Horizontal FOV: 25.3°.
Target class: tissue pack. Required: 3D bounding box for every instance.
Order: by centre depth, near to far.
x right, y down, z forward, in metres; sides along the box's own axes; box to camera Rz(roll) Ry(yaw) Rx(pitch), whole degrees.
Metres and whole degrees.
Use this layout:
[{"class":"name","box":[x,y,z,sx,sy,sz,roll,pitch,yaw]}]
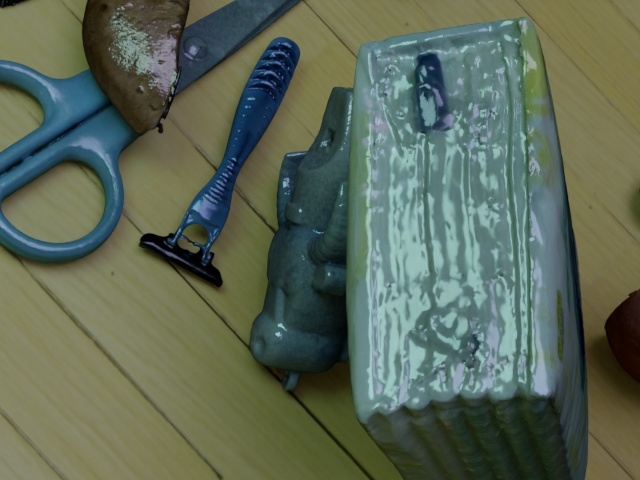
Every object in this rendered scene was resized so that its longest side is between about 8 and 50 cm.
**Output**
[{"class":"tissue pack","box":[0.124,0.049,1.117,0.162,0.388,0.287,-3,68,12]}]

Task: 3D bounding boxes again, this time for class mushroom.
[{"class":"mushroom","box":[-0.158,-0.196,1.247,0.094,0.072,0.210,14,59,-6]}]

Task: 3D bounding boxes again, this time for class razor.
[{"class":"razor","box":[-0.074,-0.082,1.285,0.082,0.042,0.253,30,61,-11]}]

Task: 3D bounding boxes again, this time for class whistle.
[{"class":"whistle","box":[0.000,0.000,1.214,0.093,0.180,0.269,7,98,-18]}]

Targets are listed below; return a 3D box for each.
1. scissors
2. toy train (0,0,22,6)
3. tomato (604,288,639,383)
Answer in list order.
[{"class":"scissors","box":[-0.144,-0.153,1.292,0.447,0.029,0.193,-39,88,-32]},{"class":"toy train","box":[-0.253,-0.231,1.284,0.083,0.017,0.017,-24,73,-29]},{"class":"tomato","box":[0.381,0.078,1.307,0.236,0.237,0.095,-9,69,-26]}]
